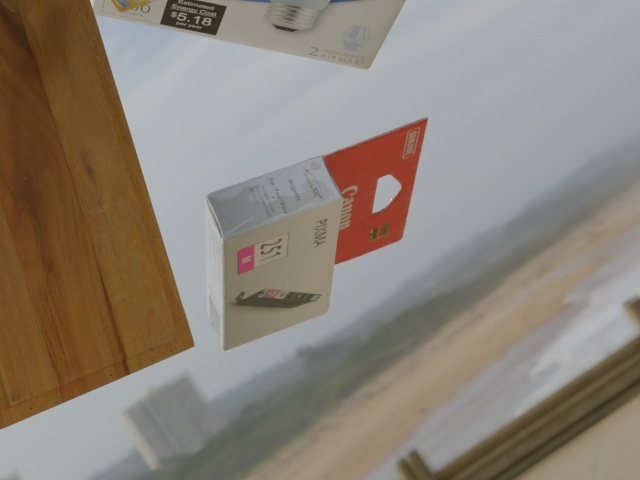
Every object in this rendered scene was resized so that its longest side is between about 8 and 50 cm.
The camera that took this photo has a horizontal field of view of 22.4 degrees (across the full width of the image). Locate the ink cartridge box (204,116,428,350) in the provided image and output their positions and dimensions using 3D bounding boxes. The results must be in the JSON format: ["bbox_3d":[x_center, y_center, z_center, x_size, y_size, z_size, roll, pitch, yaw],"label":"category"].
[{"bbox_3d":[0.000,0.000,1.664,0.238,0.060,0.275,-19,-24,-12],"label":"ink cartridge box"}]

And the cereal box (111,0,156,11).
[{"bbox_3d":[-0.139,-0.334,1.633,0.240,0.173,0.047,-14,47,21],"label":"cereal box"}]

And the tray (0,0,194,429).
[{"bbox_3d":[-0.265,-0.065,1.411,0.202,0.411,0.076,-22,11,-31],"label":"tray"}]

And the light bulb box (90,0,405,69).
[{"bbox_3d":[-0.052,-0.407,1.811,0.357,0.225,0.361,10,-28,-11],"label":"light bulb box"}]
